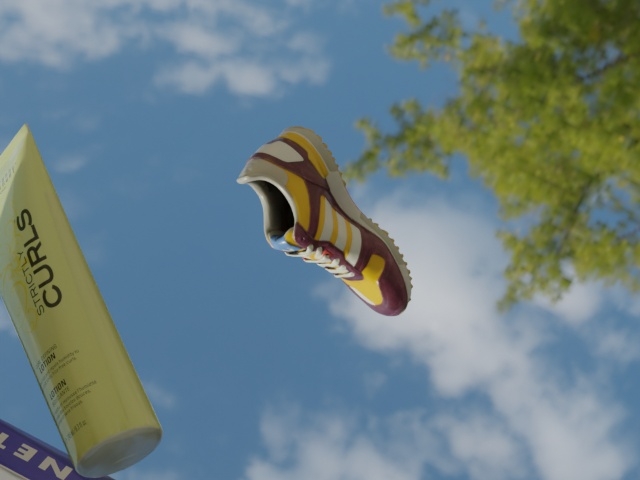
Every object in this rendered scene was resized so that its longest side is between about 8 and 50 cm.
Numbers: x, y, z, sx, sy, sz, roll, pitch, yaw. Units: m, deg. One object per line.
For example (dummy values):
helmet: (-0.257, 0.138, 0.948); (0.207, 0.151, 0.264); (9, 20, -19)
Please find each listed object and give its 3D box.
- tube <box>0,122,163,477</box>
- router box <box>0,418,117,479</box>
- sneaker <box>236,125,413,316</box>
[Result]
tube: (-0.180, 0.042, 1.000); (0.070, 0.062, 0.240); (-25, -116, -6)
router box: (-0.403, 0.296, 1.452); (0.335, 0.301, 0.082); (28, -164, 2)
sneaker: (0.000, 0.000, 1.247); (0.084, 0.069, 0.185); (-42, -80, -35)
